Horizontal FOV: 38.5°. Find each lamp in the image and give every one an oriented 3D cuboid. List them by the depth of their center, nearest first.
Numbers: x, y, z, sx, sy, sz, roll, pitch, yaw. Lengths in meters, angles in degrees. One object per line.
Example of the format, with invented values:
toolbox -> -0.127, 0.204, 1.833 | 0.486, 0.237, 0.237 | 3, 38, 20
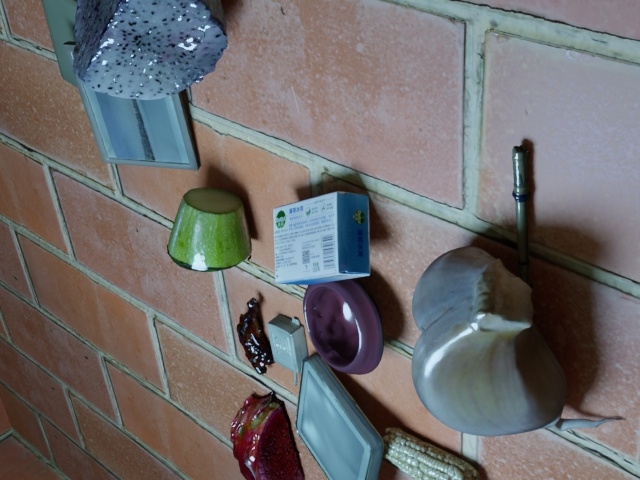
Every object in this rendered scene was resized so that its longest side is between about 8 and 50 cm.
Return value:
lamp -> 0.033, 0.403, 1.886 | 0.269, 0.047, 0.267 | 50, 149, 37

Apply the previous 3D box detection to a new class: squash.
squash -> -0.213, -0.025, 1.800 | 0.170, 0.170, 0.123 | 29, 122, 33

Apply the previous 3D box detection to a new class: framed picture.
framed picture -> -0.361, -0.256, 1.779 | 0.213, 0.016, 0.289 | 5, 136, 13

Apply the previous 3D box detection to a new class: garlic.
garlic -> 0.265, 0.159, 1.396 | 0.245, 0.231, 0.340 | -28, 126, 26

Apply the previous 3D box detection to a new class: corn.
corn -> 0.203, 0.428, 1.733 | 0.211, 0.087, 0.087 | 19, 132, 43

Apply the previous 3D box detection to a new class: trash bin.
trash bin -> -0.443, -0.409, 1.787 | 0.243, 0.121, 0.247 | 33, 142, 29

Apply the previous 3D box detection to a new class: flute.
flute -> 0.287, -0.030, 1.307 | 0.027, 0.027, 0.233 | 20, 132, 40

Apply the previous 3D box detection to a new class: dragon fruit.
dragon fruit -> -0.282, -0.392, 1.548 | 0.283, 0.203, 0.221 | -46, 48, 42
dragon fruit -> -0.139, 0.478, 2.142 | 0.162, 0.189, 0.262 | -1, 117, 16

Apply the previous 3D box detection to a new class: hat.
hat -> 0.053, 0.144, 1.669 | 0.205, 0.089, 0.206 | 24, 123, 44

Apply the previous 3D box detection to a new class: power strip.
power strip -> -0.064, 0.235, 1.926 | 0.075, 0.042, 0.175 | 20, 132, 38

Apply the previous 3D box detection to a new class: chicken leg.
chicken leg -> -0.142, 0.205, 1.990 | 0.089, 0.048, 0.219 | 17, 130, 38

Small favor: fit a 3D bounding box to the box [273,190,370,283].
box -> -0.001, 0.000, 1.584 | 0.194, 0.073, 0.139 | -12, 77, 54
